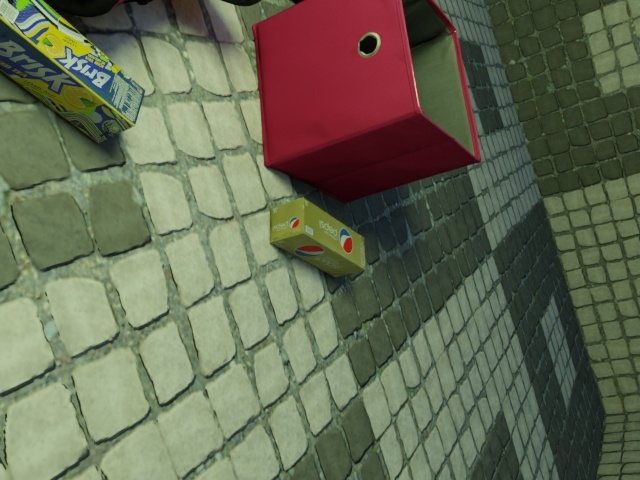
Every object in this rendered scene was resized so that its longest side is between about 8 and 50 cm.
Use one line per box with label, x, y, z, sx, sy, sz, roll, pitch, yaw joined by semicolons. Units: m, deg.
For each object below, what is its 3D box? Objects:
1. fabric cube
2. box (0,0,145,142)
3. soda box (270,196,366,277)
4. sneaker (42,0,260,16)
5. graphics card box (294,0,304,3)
fabric cube;0.074;-0.235;1.035;0.259;0.258;0.254;18;62;-57
box;-0.255;-0.171;0.633;0.169;0.059;0.054;42;42;-44
soda box;0.000;0.000;0.993;0.181;0.061;0.058;32;50;-50
sneaker;-0.223;-0.328;0.694;0.482;0.185;0.203;-3;97;-57
graphics card box;0.109;-0.506;1.108;0.232;0.370;0.094;14;65;-56
